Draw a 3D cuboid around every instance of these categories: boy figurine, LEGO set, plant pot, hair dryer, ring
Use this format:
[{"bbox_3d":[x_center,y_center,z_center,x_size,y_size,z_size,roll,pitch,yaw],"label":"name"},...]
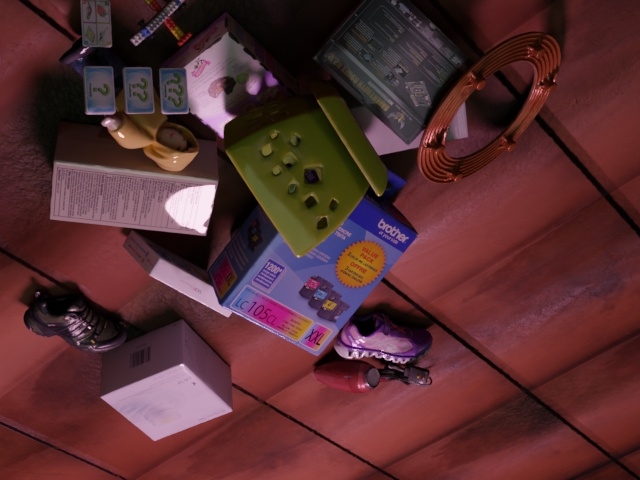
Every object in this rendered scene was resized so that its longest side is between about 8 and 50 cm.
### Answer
[{"bbox_3d":[-0.322,-0.228,1.616,0.092,0.177,0.285,-26,114,28],"label":"boy figurine"},{"bbox_3d":[-0.294,-0.329,1.530,0.182,0.060,0.244,-5,96,-31],"label":"LEGO set"},{"bbox_3d":[-0.021,-0.140,1.597,0.207,0.227,0.228,-33,108,5],"label":"plant pot"},{"bbox_3d":[0.124,0.340,2.288,0.294,0.080,0.223,6,166,7],"label":"hair dryer"},{"bbox_3d":[0.313,-0.228,1.702,0.337,0.032,0.336,-30,150,-20],"label":"ring"}]

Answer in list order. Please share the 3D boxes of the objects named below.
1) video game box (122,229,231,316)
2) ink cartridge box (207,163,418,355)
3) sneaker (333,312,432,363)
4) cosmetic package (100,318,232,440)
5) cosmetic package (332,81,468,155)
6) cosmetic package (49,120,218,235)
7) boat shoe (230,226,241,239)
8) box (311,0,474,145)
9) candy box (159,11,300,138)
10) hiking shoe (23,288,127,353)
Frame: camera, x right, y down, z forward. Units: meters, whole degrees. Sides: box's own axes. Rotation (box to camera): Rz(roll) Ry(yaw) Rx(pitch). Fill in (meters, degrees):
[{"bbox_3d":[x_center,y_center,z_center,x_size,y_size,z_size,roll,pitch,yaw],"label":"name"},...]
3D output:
[{"bbox_3d":[-0.287,0.067,1.925,0.205,0.187,0.048,32,88,-33],"label":"video game box"},{"bbox_3d":[0.000,0.000,1.871,0.270,0.151,0.395,31,102,-32],"label":"ink cartridge box"},{"bbox_3d":[0.153,0.221,2.208,0.236,0.095,0.104,3,125,-10],"label":"sneaker"},{"bbox_3d":[-0.358,0.333,2.210,0.224,0.138,0.224,-23,134,15],"label":"cosmetic package"},{"bbox_3d":[0.146,-0.241,1.738,0.238,0.107,0.127,-8,134,4],"label":"cosmetic package"},{"bbox_3d":[-0.350,-0.115,1.770,0.296,0.129,0.153,8,132,-15],"label":"cosmetic package"},{"bbox_3d":[-0.103,0.085,2.026,0.098,0.096,0.277,-27,132,18],"label":"boat shoe"},{"bbox_3d":[0.129,-0.306,1.616,0.231,0.056,0.183,40,104,-13],"label":"box"},{"bbox_3d":[-0.160,-0.281,1.673,0.165,0.070,0.196,-32,131,22],"label":"candy box"},{"bbox_3d":[-0.527,0.175,2.062,0.227,0.086,0.114,16,134,-21],"label":"hiking shoe"}]
